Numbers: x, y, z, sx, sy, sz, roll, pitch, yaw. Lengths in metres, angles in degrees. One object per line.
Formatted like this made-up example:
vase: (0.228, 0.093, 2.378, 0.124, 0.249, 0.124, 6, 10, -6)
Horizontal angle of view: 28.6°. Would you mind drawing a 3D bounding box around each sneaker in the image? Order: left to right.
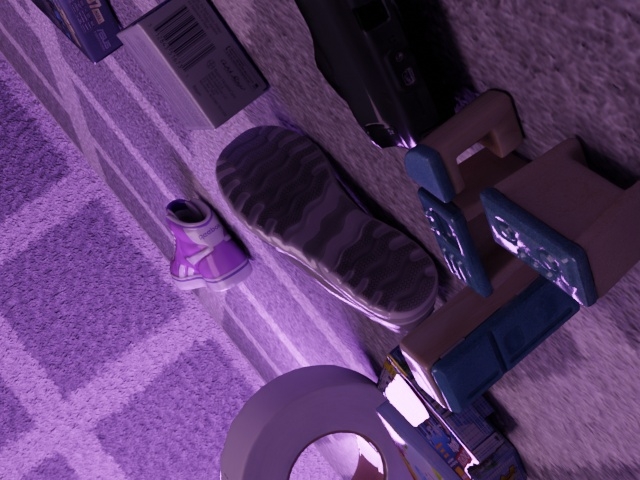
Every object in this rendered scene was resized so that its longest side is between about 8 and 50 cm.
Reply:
sneaker: (-0.214, -0.004, 2.135, 0.161, 0.102, 0.282, 58, 158, -13)
sneaker: (0.000, 0.000, 1.205, 0.281, 0.105, 0.115, 45, 167, 29)

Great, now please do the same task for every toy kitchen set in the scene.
toy kitchen set: (0.123, 0.037, 0.768, 0.166, 0.122, 0.207, 41, 165, 45)

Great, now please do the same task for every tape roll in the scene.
tape roll: (0.006, 0.321, 1.751, 0.286, 0.286, 0.100, 56, 169, -21)

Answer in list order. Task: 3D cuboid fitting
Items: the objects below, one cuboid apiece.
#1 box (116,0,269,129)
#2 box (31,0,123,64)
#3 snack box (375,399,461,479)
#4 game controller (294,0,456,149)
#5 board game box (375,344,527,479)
box: (-0.129, -0.178, 1.245, 0.126, 0.072, 0.137, 54, 168, -15)
box: (-0.355, -0.361, 1.621, 0.183, 0.059, 0.232, 45, 166, 34)
snack box: (0.169, 0.294, 1.560, 0.174, 0.070, 0.207, 42, 167, 42)
game controller: (-0.005, -0.192, 0.765, 0.319, 0.067, 0.166, 61, 180, -40)
board game box: (0.148, 0.196, 1.355, 0.194, 0.060, 0.194, 48, 169, 11)
